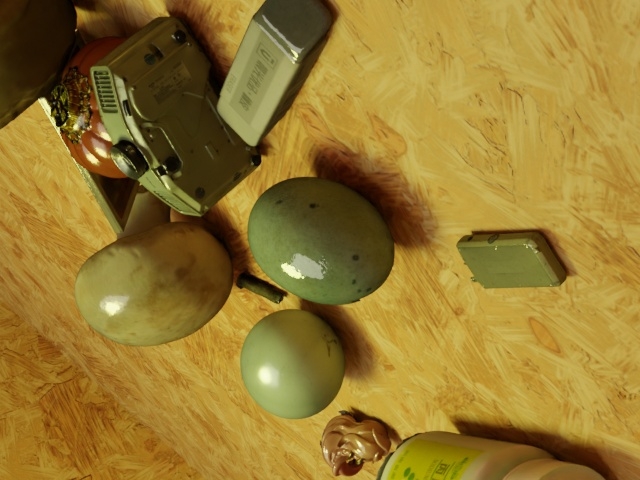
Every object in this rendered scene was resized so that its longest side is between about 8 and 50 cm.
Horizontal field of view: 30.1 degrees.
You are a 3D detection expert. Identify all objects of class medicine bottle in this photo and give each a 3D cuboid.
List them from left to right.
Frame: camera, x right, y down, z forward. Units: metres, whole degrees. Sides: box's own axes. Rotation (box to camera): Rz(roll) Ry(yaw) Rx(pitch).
[{"bbox_3d":[0.261,0.408,1.800,0.213,0.213,0.379,54,156,-14],"label":"medicine bottle"}]

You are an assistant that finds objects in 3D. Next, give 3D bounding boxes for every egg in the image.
[{"bbox_3d":[-0.047,0.222,2.087,0.183,0.183,0.264,39,163,21],"label":"egg"},{"bbox_3d":[0.000,0.000,1.658,0.236,0.169,0.169,31,152,38],"label":"egg"}]

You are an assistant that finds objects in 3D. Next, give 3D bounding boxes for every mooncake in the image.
[{"bbox_3d":[-0.589,-0.332,1.875,0.246,0.394,0.393,67,178,-48],"label":"mooncake"}]

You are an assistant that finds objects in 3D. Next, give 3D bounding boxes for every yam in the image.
[{"bbox_3d":[-0.107,0.093,2.184,0.129,0.027,0.033,25,109,46],"label":"yam"}]

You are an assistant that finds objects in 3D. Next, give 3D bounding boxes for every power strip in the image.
[{"bbox_3d":[0.230,0.025,1.471,0.076,0.028,0.169,55,155,-17],"label":"power strip"}]

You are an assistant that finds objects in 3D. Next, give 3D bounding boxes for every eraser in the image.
[{"bbox_3d":[-0.065,-0.225,1.554,0.089,0.061,0.352,47,158,3],"label":"eraser"}]

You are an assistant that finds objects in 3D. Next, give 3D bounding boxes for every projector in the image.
[{"bbox_3d":[-0.214,-0.170,1.734,0.088,0.193,0.269,13,140,53],"label":"projector"}]

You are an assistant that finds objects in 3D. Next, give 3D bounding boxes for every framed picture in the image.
[{"bbox_3d":[-0.384,-0.186,2.042,0.020,0.211,0.289,-12,128,17],"label":"framed picture"}]

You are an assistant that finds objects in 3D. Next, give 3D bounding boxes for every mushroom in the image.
[{"bbox_3d":[-0.317,0.044,2.204,0.297,0.297,0.290,109,144,-65],"label":"mushroom"}]

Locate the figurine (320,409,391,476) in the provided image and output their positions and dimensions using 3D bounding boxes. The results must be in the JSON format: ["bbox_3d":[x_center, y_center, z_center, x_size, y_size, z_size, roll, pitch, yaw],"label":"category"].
[{"bbox_3d":[0.062,0.385,2.250,0.114,0.126,0.157,8,168,-19],"label":"figurine"}]

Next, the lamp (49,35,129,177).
[{"bbox_3d":[-0.321,-0.208,1.861,0.223,0.196,0.223,2,92,51],"label":"lamp"}]
